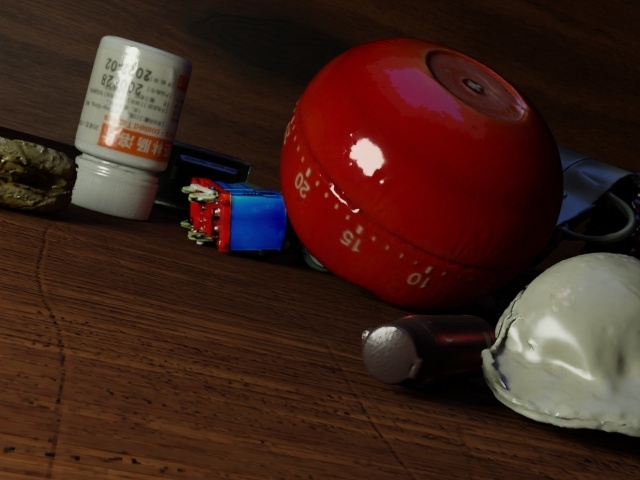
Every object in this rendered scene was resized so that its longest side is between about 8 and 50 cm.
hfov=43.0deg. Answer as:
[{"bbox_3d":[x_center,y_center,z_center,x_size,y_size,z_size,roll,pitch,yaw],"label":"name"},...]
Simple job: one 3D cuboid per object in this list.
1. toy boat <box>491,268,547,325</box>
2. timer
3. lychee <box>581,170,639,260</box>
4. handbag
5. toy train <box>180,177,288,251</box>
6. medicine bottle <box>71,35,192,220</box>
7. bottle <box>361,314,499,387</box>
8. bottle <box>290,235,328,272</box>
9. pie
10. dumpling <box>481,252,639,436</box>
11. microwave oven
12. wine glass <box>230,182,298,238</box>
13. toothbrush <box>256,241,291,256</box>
[{"bbox_3d":[0.327,0.089,1.211,0.103,0.093,0.246,10,2,24],"label":"toy boat"},{"bbox_3d":[0.137,-0.098,1.083,0.377,0.279,0.378,18,39,-16],"label":"timer"},{"bbox_3d":[0.572,0.040,1.317,0.330,0.306,0.306,57,14,10],"label":"lychee"},{"bbox_3d":[0.352,-0.055,1.258,0.315,0.241,0.109,38,-24,46],"label":"handbag"},{"bbox_3d":[-0.130,-0.039,1.171,0.131,0.083,0.204,-1,11,-17],"label":"toy train"},{"bbox_3d":[-0.287,-0.164,1.207,0.144,0.252,0.144,18,6,-2],"label":"medicine bottle"},{"bbox_3d":[0.088,0.086,0.645,0.060,0.060,0.164,18,5,32],"label":"bottle"},{"bbox_3d":[0.000,0.000,1.278,0.095,0.080,0.254,6,5,-2],"label":"bottle"},{"bbox_3d":[-0.379,-0.080,0.960,0.163,0.079,0.193,9,-2,45],"label":"pie"},{"bbox_3d":[0.245,0.093,0.654,0.247,0.142,0.172,-25,30,-35],"label":"dumpling"},{"bbox_3d":[-0.250,-0.115,1.507,0.204,0.129,0.163,14,7,-19],"label":"microwave oven"},{"bbox_3d":[-0.062,-0.125,1.430,0.096,0.264,0.309,28,7,14],"label":"wine glass"},{"bbox_3d":[-0.063,0.010,1.304,0.024,0.021,0.288,6,2,11],"label":"toothbrush"}]
